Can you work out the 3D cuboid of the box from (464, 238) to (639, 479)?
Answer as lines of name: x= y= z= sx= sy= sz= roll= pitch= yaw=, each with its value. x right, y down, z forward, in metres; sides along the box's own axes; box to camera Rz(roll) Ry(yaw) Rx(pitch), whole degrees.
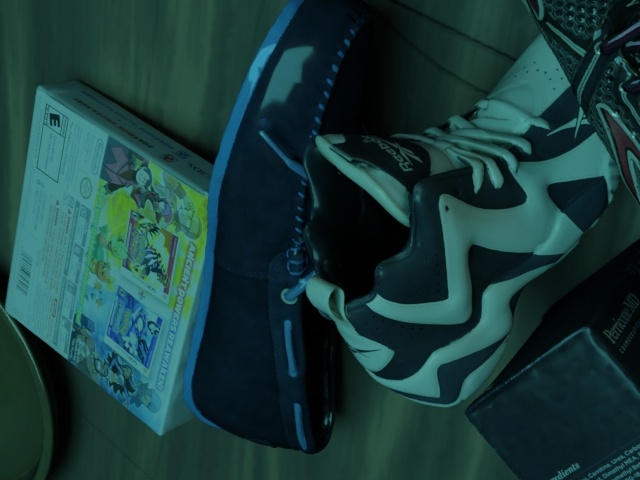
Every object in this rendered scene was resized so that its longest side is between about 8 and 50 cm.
box: x=0.186 y=0.101 z=0.603 sx=0.158 sy=0.156 sz=0.093 roll=49 pitch=123 yaw=5

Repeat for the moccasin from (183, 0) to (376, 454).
moccasin: x=0.000 y=0.000 z=0.702 sx=0.117 sy=0.138 sz=0.342 roll=25 pitch=133 yaw=14

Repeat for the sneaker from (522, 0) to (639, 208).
sneaker: x=0.189 y=-0.056 z=0.502 sx=0.121 sy=0.112 sz=0.299 roll=-25 pitch=122 yaw=34

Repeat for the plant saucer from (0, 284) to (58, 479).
plant saucer: x=-0.338 y=0.123 z=0.976 sx=0.278 sy=0.041 sz=0.278 roll=11 pitch=114 yaw=26

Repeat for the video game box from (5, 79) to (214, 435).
video game box: x=-0.149 y=0.011 z=0.807 sx=0.187 sy=0.048 sz=0.205 roll=34 pitch=123 yaw=28

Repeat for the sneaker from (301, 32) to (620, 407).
sneaker: x=0.070 y=-0.040 z=0.565 sx=0.094 sy=0.153 sz=0.235 roll=33 pitch=88 yaw=43
